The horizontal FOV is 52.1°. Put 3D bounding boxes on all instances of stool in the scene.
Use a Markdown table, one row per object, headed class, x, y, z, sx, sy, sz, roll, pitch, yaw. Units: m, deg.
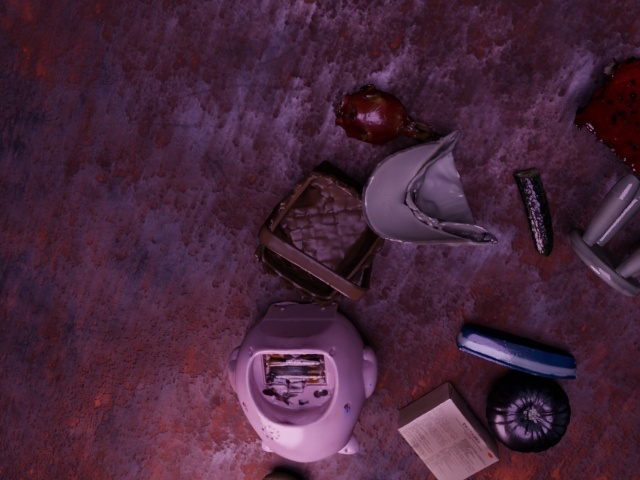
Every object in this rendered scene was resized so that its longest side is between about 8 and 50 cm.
| class | x | y | z | sx | sy | sz | roll | pitch | yaw |
| --- | --- | --- | --- | --- | --- | --- | --- | --- | --- |
| stool | 0.665 | -0.010 | 1.393 | 0.198 | 0.195 | 0.195 | -51 | 61 | 27 |

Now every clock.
| class | x | y | z | sx | sy | sz | roll | pitch | yaw |
| --- | --- | --- | --- | --- | --- | --- | --- | --- | --- |
| clock | -0.042 | 0.365 | 1.601 | 0.369 | 0.250 | 0.376 | -2 | 106 | 10 |

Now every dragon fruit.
| class | x | y | z | sx | sy | sz | roll | pitch | yaw |
| --- | --- | --- | --- | --- | --- | --- | --- | --- | --- |
| dragon fruit | 0.154 | -0.265 | 1.462 | 0.246 | 0.125 | 0.125 | 18 | 95 | -14 |
| dragon fruit | 0.708 | -0.238 | 1.371 | 0.344 | 0.100 | 0.282 | 39 | 86 | -4 |

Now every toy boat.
| class | x | y | z | sx | sy | sz | roll | pitch | yaw |
| --- | --- | --- | --- | --- | --- | --- | --- | --- | --- |
| toy boat | 0.478 | 0.269 | 1.577 | 0.300 | 0.096 | 0.061 | 16 | 100 | 1 |

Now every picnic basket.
| class | x | y | z | sx | sy | sz | roll | pitch | yaw |
| --- | --- | --- | --- | --- | --- | --- | --- | --- | --- |
| picnic basket | 0.000 | 0.000 | 1.453 | 0.254 | 0.321 | 0.291 | 33 | 111 | -6 |

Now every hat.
| class | x | y | z | sx | sy | sz | roll | pitch | yaw |
| --- | --- | --- | --- | --- | --- | --- | --- | --- | --- |
| hat | 0.222 | -0.077 | 1.412 | 0.302 | 0.168 | 0.257 | -12 | 79 | -22 |

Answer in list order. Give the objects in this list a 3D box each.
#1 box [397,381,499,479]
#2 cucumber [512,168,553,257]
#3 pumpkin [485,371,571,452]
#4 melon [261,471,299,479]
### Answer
| class | x | y | z | sx | sy | sz | roll | pitch | yaw |
| --- | --- | --- | --- | --- | --- | --- | --- | --- | --- |
| box | 0.323 | 0.494 | 1.666 | 0.168 | 0.095 | 0.212 | -35 | 99 | 18 |
| cucumber | 0.494 | -0.059 | 1.494 | 0.058 | 0.052 | 0.214 | -10 | 107 | 32 |
| pumpkin | 0.502 | 0.415 | 1.591 | 0.202 | 0.140 | 0.201 | -1 | 85 | 7 |
| melon | -0.102 | 0.685 | 1.789 | 0.131 | 0.098 | 0.098 | 26 | 109 | -2 |
